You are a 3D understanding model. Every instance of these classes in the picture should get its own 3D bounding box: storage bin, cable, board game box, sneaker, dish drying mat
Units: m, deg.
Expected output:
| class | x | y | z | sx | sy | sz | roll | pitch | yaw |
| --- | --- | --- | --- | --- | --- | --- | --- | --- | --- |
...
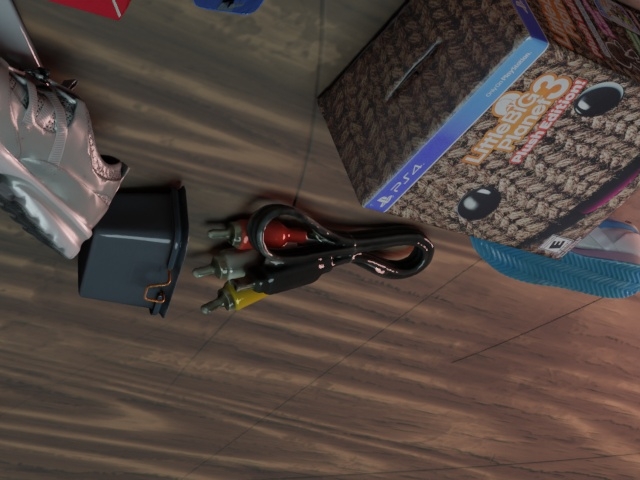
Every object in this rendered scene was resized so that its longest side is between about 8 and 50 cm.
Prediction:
| class | x | y | z | sx | sy | sz | roll | pitch | yaw |
| --- | --- | --- | --- | --- | --- | --- | --- | --- | --- |
| storage bin | -0.190 | 0.014 | 1.349 | 0.091 | 0.098 | 0.135 | 5 | 139 | -17 |
| cable | 0.000 | 0.000 | 1.481 | 0.287 | 0.072 | 0.140 | -14 | 129 | -32 |
| board game box | 0.190 | -0.127 | 1.308 | 0.291 | 0.141 | 0.232 | 13 | 133 | -40 |
| sneaker | -0.255 | -0.109 | 1.127 | 0.115 | 0.105 | 0.281 | -51 | 145 | -18 |
| sneaker | 0.271 | -0.004 | 1.571 | 0.228 | 0.092 | 0.087 | 17 | 135 | -16 |
| dish drying mat | -0.196 | -0.203 | 1.118 | 0.083 | 0.008 | 0.032 | 10 | 135 | -37 |

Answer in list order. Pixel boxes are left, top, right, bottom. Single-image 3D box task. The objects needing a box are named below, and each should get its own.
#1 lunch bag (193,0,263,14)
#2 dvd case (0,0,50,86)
| class | x | y | z | sx | sy | sz | roll | pitch | yaw |
| --- | --- | --- | --- | --- | --- | --- | --- | --- | --- |
| lunch bag | -0.072 | -0.229 | 1.099 | 0.067 | 0.065 | 0.098 | 2 | 139 | -30 |
| dvd case | -0.319 | -0.107 | 1.172 | 0.180 | 0.022 | 0.253 | -19 | 146 | -3 |
